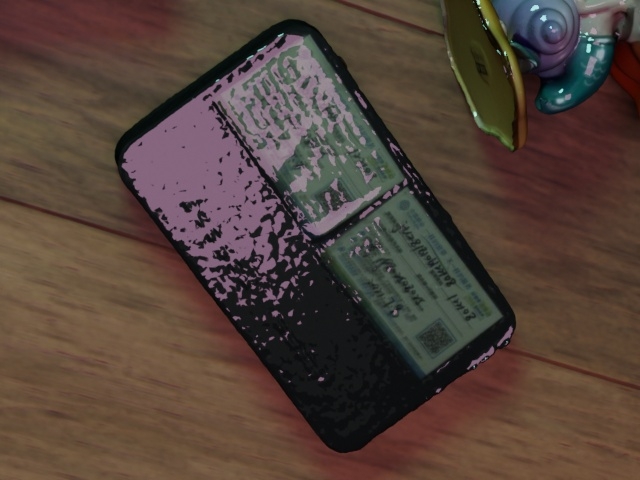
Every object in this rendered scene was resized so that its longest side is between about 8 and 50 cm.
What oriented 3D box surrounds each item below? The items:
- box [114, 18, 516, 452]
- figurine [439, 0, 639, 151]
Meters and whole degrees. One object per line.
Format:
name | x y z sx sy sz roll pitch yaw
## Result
box | 0.000 0.000 1.296 0.211 0.058 0.350 -35 107 -1
figurine | 0.248 -0.174 1.239 0.257 0.181 0.208 -20 67 -5
